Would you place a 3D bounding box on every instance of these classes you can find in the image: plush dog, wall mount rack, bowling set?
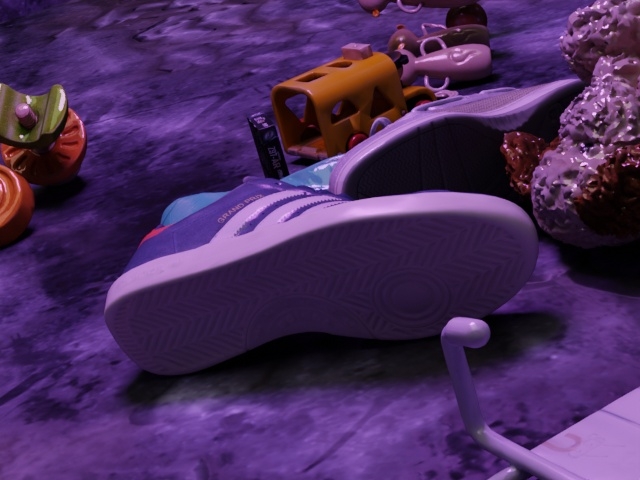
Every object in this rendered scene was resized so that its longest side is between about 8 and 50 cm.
[{"bbox_3d":[0.265,-0.080,1.242,0.225,0.211,0.262,-38,13,-8],"label":"plush dog"},{"bbox_3d":[0.240,0.075,0.863,0.350,0.131,0.304,-26,22,-24],"label":"wall mount rack"},{"bbox_3d":[0.128,-0.280,1.881,0.154,0.287,0.200,-5,-22,7],"label":"bowling set"}]

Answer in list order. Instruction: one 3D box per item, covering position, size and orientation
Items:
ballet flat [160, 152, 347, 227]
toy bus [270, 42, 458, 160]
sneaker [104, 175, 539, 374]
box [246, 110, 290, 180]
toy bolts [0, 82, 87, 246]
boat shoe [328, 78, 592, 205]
[{"bbox_3d":[-0.027,-0.014,1.396,0.247,0.083,0.087,-13,44,8],"label":"ballet flat"},{"bbox_3d":[0.046,-0.161,1.666,0.190,0.104,0.202,-11,21,11],"label":"toy bus"},{"bbox_3d":[0.000,0.000,1.211,0.350,0.131,0.148,-9,34,16],"label":"sneaker"},{"bbox_3d":[-0.051,-0.086,1.567,0.018,0.083,0.067,-19,19,-8],"label":"box"},{"bbox_3d":[-0.394,-0.069,1.760,0.228,0.158,0.218,6,65,11],"label":"toy bolts"},{"bbox_3d":[0.125,-0.075,1.367,0.320,0.118,0.103,-25,21,-35],"label":"boat shoe"}]
